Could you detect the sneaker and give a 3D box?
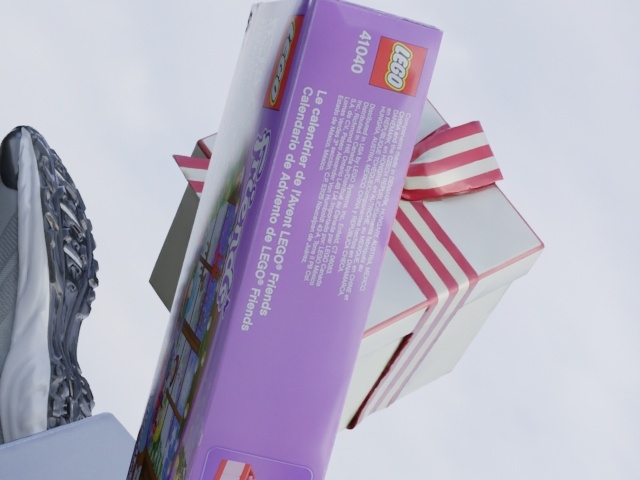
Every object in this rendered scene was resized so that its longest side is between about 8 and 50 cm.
[{"bbox_3d":[-0.202,0.048,1.203,0.100,0.108,0.272,61,25,-60],"label":"sneaker"}]

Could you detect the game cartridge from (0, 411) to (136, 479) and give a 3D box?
[{"bbox_3d":[-0.101,0.239,0.969,0.198,0.062,0.297,-10,69,-59],"label":"game cartridge"}]

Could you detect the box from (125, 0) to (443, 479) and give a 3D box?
[{"bbox_3d":[-0.030,0.042,0.822,0.201,0.057,0.293,-149,-106,-79],"label":"box"}]

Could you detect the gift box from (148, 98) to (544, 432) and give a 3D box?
[{"bbox_3d":[0.000,0.000,1.654,0.276,0.255,0.258,49,-35,15],"label":"gift box"}]
